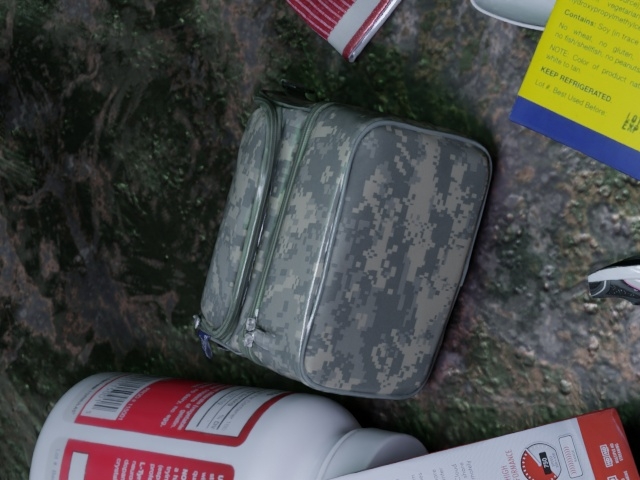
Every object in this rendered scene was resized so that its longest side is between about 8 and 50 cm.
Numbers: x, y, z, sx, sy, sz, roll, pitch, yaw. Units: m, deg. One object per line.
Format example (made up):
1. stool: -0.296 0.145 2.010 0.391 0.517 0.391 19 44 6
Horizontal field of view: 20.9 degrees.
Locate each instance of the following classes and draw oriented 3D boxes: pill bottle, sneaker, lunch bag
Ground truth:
1. pill bottle: -0.090 0.268 1.842 0.407 0.229 0.229 4 90 34
2. sneaker: 0.337 0.054 1.660 0.178 0.072 0.077 -3 97 40
3. lunch bag: 0.000 0.000 1.816 0.256 0.212 0.305 22 100 50

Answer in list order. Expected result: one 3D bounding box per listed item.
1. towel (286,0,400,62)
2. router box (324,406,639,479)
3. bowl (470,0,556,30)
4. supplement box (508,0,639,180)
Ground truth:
1. towel: -0.002 -0.389 1.928 0.329 0.037 0.237 49 114 25
2. router box: 0.178 0.354 1.603 0.082 0.301 0.335 114 141 -69
3. bowl: 0.229 -0.283 1.755 0.142 0.053 0.142 21 99 32
4. supplement box: 0.357 -0.228 1.581 0.194 0.195 0.357 30 105 31
